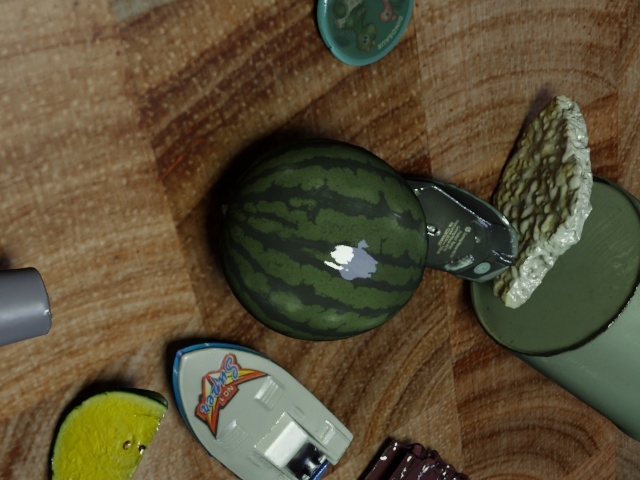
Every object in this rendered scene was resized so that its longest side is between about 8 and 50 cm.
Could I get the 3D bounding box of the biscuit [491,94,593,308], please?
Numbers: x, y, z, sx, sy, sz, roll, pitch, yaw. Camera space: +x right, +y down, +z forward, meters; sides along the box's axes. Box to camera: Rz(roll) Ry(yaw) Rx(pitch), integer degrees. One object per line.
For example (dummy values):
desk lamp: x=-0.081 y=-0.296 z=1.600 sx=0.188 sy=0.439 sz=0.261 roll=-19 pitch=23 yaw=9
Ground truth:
biscuit: x=0.265 y=-0.047 z=1.195 sx=0.040 sy=0.188 sz=0.265 roll=16 pitch=91 yaw=-22

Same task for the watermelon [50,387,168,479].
watermelon: x=-0.227 y=0.211 z=1.006 sx=0.075 sy=0.092 sz=0.181 roll=21 pitch=107 yaw=-29

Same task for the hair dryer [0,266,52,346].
hair dryer: x=-0.394 y=0.176 z=0.858 sx=0.301 sy=0.121 sz=0.361 roll=-10 pitch=129 yaw=-32

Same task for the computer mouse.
computer mouse: x=0.141 y=-0.017 z=1.170 sx=0.192 sy=0.062 sz=0.106 roll=25 pitch=117 yaw=-13

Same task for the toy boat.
toy boat: x=-0.075 y=0.199 z=1.117 sx=0.129 sy=0.088 sz=0.295 roll=-48 pitch=133 yaw=-9

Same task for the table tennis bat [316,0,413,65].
table tennis bat: x=0.028 y=-0.260 z=1.005 sx=0.124 sy=0.033 sz=0.201 roll=-54 pitch=138 yaw=-5

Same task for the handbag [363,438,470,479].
handbag: x=0.110 y=0.387 z=1.373 sx=0.203 sy=0.074 sz=0.216 roll=35 pitch=86 yaw=-44

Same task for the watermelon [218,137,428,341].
watermelon: x=0.000 y=0.000 z=0.996 sx=0.212 sy=0.212 sz=0.212 roll=-18 pitch=122 yaw=-31

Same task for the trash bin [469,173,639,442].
trash bin: x=0.423 y=0.108 z=1.346 sx=0.432 sy=0.280 sz=0.280 roll=30 pitch=92 yaw=-40
